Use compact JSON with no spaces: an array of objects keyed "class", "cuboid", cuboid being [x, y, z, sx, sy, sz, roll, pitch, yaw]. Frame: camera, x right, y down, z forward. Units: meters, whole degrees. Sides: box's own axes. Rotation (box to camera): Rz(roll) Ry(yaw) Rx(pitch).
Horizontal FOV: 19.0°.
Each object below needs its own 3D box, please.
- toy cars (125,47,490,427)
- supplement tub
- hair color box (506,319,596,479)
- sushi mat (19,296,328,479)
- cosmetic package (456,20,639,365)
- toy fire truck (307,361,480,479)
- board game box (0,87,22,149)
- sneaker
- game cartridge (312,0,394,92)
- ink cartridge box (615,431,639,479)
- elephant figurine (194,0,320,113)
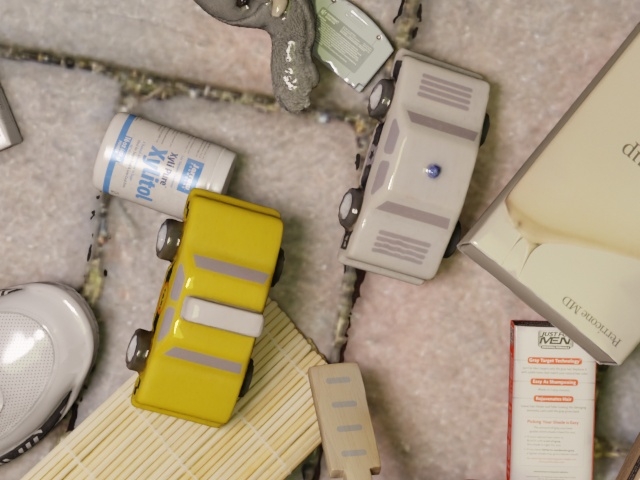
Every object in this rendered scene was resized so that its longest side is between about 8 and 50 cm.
[{"class":"toy cars","cuboid":[0.000,0.000,1.541,0.394,0.087,0.176,-35,104,-11]},{"class":"supplement tub","cuboid":[-0.130,-0.059,1.594,0.107,0.071,0.071,19,95,1]},{"class":"hair color box","cuboid":[0.194,0.139,1.611,0.072,0.043,0.141,2,96,1]},{"class":"sushi mat","cuboid":[-0.115,0.176,1.561,0.151,0.019,0.316,47,65,0]},{"class":"cosmetic package","cuboid":[0.269,-0.066,1.536,0.160,0.113,0.309,38,86,0]},{"class":"toy fire truck","cuboid":[0.080,0.226,1.556,0.217,0.158,0.246,-7,99,-30]},{"class":"board game box","cuboid":[-0.429,-0.114,1.610,0.305,0.053,0.193,-22,93,4]},{"class":"sneaker","cuboid":[-0.346,0.165,1.552,0.366,0.210,0.137,-32,93,5]},{"class":"game cartridge","cuboid":[0.018,-0.171,1.606,0.083,0.017,0.056,40,99,-1]},{"class":"ink cartridge box","cuboid":[0.367,0.226,1.590,0.235,0.088,0.193,25,94,-1]},{"class":"elephant figurine","cuboid":[-0.071,-0.252,1.535,0.186,0.169,0.239,37,109,40]}]
